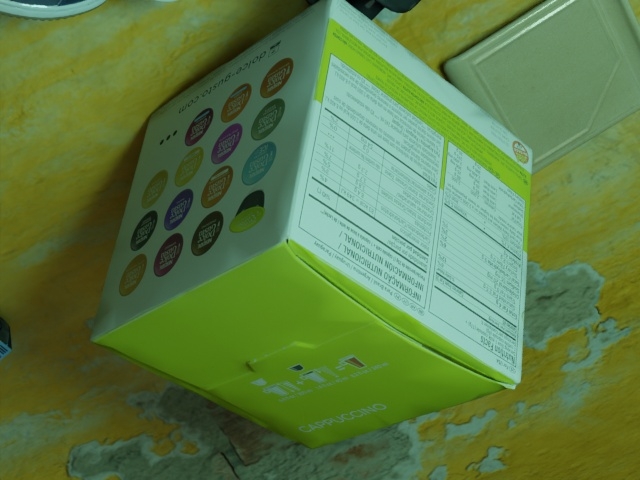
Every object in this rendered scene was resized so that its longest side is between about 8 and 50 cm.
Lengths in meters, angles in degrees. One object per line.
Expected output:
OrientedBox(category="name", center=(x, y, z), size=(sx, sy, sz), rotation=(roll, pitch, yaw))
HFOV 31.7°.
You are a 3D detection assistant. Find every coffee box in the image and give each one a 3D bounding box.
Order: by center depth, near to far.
OrientedBox(category="coffee box", center=(0.000, 0.000, 1.282), size=(0.338, 0.334, 0.337), rotation=(33, 140, -31))

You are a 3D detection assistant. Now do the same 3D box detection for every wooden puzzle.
OrientedBox(category="wooden puzzle", center=(0.305, -0.212, 1.462), size=(0.238, 0.044, 0.221), rotation=(-29, 126, 13))

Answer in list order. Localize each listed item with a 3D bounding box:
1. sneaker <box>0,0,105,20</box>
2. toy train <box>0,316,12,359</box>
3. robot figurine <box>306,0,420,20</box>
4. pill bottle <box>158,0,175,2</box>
OrientedBox(category="sneaker", center=(-0.331, -0.317, 1.150), size=(0.282, 0.099, 0.153), rotation=(1, 147, -29))
OrientedBox(category="toy train", center=(-0.493, 0.109, 1.470), size=(0.105, 0.080, 0.184), rotation=(-40, 122, 4))
OrientedBox(category="robot figurine", center=(0.089, -0.359, 1.219), size=(0.278, 0.209, 0.173), rotation=(-45, 82, 18))
OrientedBox(category="pill bottle", center=(-0.168, -0.338, 1.234), size=(0.078, 0.078, 0.137), rotation=(11, 121, -20))
